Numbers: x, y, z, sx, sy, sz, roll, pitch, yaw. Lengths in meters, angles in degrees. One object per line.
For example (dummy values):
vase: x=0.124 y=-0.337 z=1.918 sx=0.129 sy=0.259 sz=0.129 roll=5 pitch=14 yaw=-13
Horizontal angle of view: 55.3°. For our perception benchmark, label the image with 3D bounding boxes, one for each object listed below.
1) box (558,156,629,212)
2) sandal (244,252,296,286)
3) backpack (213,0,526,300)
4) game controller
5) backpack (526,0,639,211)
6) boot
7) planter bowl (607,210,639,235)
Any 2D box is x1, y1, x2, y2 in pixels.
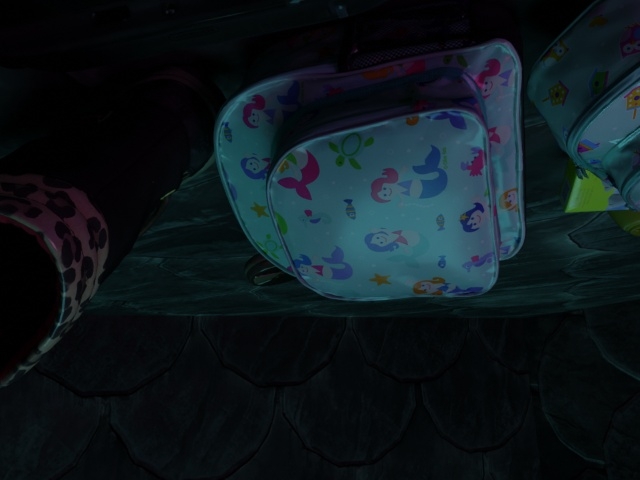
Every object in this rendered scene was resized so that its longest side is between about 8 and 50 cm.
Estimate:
box: x=0.403 y=-0.088 z=0.767 sx=0.178 sy=0.042 sz=0.109 roll=-3 pitch=137 yaw=4
sandal: x=0.000 y=-0.001 z=1.038 sx=0.302 sy=0.086 sz=0.120 roll=-11 pitch=152 yaw=-40
backpack: x=0.041 y=-0.064 z=0.517 sx=0.253 sy=0.191 sz=0.225 roll=0 pitch=130 yaw=19
game controller: x=-0.103 y=-0.180 z=0.370 sx=0.319 sy=0.067 sz=0.166 roll=-6 pitch=152 yaw=14
backpack: x=0.264 y=-0.114 z=0.478 sx=0.188 sy=0.144 sz=0.166 roll=18 pitch=136 yaw=-42
boot: x=-0.258 y=0.011 z=0.509 sx=0.377 sy=0.138 sz=0.284 roll=-27 pitch=-159 yaw=21
planter bowl: x=0.498 y=-0.060 z=0.890 sx=0.217 sy=0.090 sz=0.217 roll=-2 pitch=166 yaw=0
